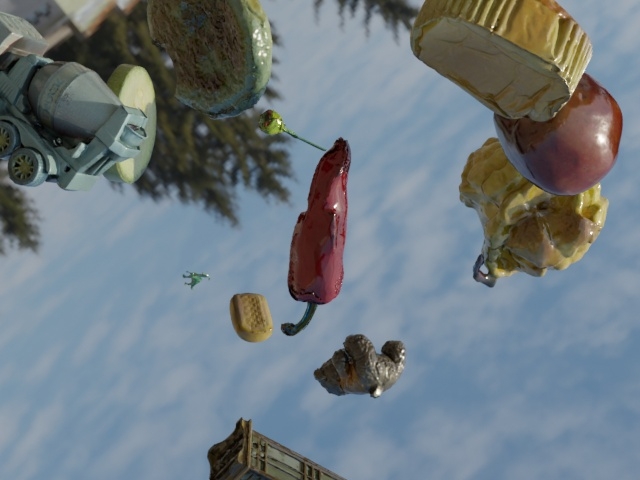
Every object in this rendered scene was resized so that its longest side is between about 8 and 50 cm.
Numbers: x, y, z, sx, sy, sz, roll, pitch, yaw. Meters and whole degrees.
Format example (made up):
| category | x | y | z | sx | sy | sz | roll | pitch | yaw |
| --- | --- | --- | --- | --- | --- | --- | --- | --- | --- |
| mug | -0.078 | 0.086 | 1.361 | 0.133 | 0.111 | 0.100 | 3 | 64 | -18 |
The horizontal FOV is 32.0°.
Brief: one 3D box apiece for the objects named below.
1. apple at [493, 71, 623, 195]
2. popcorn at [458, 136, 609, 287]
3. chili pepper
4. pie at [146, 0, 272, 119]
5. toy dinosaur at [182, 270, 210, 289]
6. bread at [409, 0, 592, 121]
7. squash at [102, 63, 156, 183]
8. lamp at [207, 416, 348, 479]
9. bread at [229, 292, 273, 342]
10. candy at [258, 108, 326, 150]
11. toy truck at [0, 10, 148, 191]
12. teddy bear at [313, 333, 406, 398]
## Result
| category | x | y | z | sx | sy | sz | roll | pitch | yaw |
| --- | --- | --- | --- | --- | --- | --- | --- | --- | --- |
| apple | 0.410 | -0.199 | 1.940 | 0.234 | 0.234 | 0.234 | -32 | -158 | 14 |
| popcorn | 0.452 | -0.054 | 2.483 | 0.382 | 0.349 | 0.349 | -61 | -165 | 18 |
| chili pepper | 0.000 | 0.000 | 2.031 | 0.110 | 0.388 | 0.110 | 8 | -161 | -3 |
| pie | -0.192 | -0.344 | 1.901 | 0.067 | 0.303 | 0.302 | -28 | -169 | -38 |
| toy dinosaur | -0.255 | 0.082 | 2.330 | 0.062 | 0.083 | 0.021 | -5 | -115 | 16 |
| bread | 0.253 | -0.278 | 1.552 | 0.133 | 0.250 | 0.179 | -66 | -172 | -19 |
| squash | -0.405 | -0.249 | 2.361 | 0.048 | 0.252 | 0.252 | 9 | -143 | 12 |
| lamp | 0.001 | 0.359 | 1.500 | 0.089 | 0.325 | 0.090 | -46 | -156 | 27 |
| bread | -0.138 | 0.156 | 2.193 | 0.115 | 0.082 | 0.056 | -112 | -151 | -43 |
| candy | -0.041 | -0.161 | 1.703 | 0.035 | 0.123 | 0.035 | -53 | -152 | 21 |
| toy truck | -0.312 | -0.159 | 1.241 | 0.140 | 0.257 | 0.108 | -47 | 166 | 13 |
| teddy bear | 0.082 | 0.293 | 2.505 | 0.190 | 0.177 | 0.140 | -18 | -112 | 41 |
